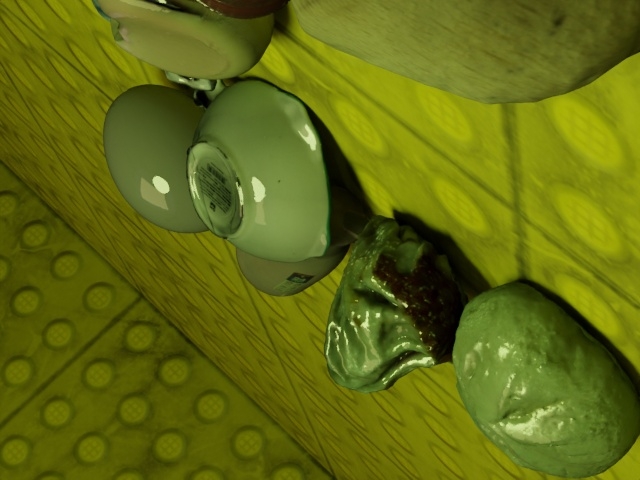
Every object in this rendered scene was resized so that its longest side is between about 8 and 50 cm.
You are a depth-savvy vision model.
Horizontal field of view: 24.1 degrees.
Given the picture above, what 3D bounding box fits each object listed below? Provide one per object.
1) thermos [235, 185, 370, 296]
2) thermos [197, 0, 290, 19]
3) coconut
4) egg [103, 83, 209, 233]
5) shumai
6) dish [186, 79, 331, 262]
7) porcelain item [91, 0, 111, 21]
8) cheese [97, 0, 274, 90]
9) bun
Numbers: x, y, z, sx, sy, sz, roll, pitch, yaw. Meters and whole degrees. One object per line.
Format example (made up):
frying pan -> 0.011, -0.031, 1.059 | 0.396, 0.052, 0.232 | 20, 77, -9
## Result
thermos -> 0.000, 0.000, 1.632 | 0.137, 0.105, 0.193 | 31, 158, -12
thermos -> -0.040, -0.237, 0.979 | 0.099, 0.124, 0.232 | 38, 159, 4
coconut -> 0.069, -0.167, 0.673 | 0.224, 0.224, 0.224 | 44, 167, 13
egg -> -0.175, -0.097, 1.761 | 0.199, 0.146, 0.146 | 52, 168, 10
shumai -> 0.097, 0.065, 1.469 | 0.142, 0.184, 0.184 | 16, 154, 24
dish -> -0.087, -0.073, 1.539 | 0.246, 0.078, 0.224 | 55, 145, 21
porcelain item -> -0.220, -0.297, 1.358 | 0.141, 0.141, 0.259 | 39, 172, 31
cheese -> -0.126, -0.191, 1.372 | 0.163, 0.082, 0.286 | 19, 166, -1
bun -> 0.192, 0.134, 1.351 | 0.195, 0.118, 0.195 | 47, 167, 14
